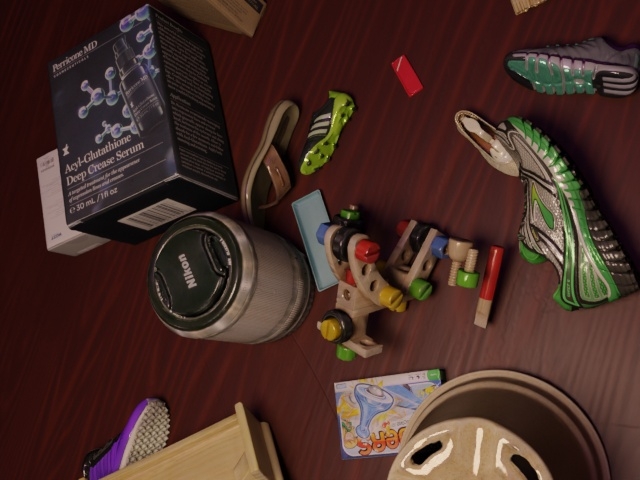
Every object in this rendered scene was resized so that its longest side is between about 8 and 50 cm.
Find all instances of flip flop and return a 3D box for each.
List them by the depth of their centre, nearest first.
[{"bbox_3d":[-0.086,-0.142,1.497,0.080,0.112,0.277,18,83,15],"label":"flip flop"}]

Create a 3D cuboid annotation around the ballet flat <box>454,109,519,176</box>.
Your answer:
[{"bbox_3d":[0.295,-0.169,1.317,0.168,0.052,0.057,43,99,28],"label":"ballet flat"}]

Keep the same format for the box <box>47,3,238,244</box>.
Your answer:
[{"bbox_3d":[-0.377,-0.233,1.601,0.293,0.212,0.395,-22,69,24],"label":"box"}]

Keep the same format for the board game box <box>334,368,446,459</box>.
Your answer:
[{"bbox_3d":[0.126,0.304,1.320,0.201,0.035,0.136,-14,74,25],"label":"board game box"}]

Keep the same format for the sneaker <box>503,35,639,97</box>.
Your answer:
[{"bbox_3d":[0.427,-0.301,1.275,0.224,0.083,0.098,17,65,28],"label":"sneaker"}]

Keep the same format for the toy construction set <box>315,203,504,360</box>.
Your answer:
[{"bbox_3d":[0.132,0.094,1.283,0.309,0.257,0.237,13,103,19],"label":"toy construction set"}]

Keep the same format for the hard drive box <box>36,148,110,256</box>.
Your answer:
[{"bbox_3d":[-0.543,-0.105,1.733,0.181,0.089,0.232,-21,70,24],"label":"hard drive box"}]

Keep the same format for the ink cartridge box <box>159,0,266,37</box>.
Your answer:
[{"bbox_3d":[-0.262,-0.535,1.611,0.235,0.193,0.088,23,89,29],"label":"ink cartridge box"}]

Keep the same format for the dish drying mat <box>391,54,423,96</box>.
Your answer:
[{"bbox_3d":[0.165,-0.314,1.443,0.032,0.008,0.083,-32,66,18],"label":"dish drying mat"}]

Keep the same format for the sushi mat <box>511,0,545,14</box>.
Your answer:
[{"bbox_3d":[0.380,-0.572,1.374,0.151,0.019,0.316,-20,71,22],"label":"sushi mat"}]

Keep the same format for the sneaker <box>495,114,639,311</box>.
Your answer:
[{"bbox_3d":[0.361,-0.048,1.207,0.146,0.134,0.343,-30,70,22],"label":"sneaker"}]

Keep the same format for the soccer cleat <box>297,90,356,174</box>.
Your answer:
[{"bbox_3d":[0.002,-0.211,1.486,0.072,0.060,0.179,30,88,39],"label":"soccer cleat"}]

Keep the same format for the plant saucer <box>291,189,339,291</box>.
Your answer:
[{"bbox_3d":[0.000,0.000,1.461,0.067,0.018,0.192,-26,69,21],"label":"plant saucer"}]

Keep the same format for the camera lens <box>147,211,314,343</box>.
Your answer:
[{"bbox_3d":[-0.160,0.076,1.383,0.219,0.274,0.219,-6,77,27],"label":"camera lens"}]

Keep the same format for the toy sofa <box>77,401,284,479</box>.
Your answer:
[{"bbox_3d":[-0.247,0.464,1.392,0.362,0.177,0.150,-27,45,4],"label":"toy sofa"}]

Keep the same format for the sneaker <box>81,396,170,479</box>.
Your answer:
[{"bbox_3d":[-0.417,0.445,1.544,0.146,0.102,0.293,19,89,31],"label":"sneaker"}]

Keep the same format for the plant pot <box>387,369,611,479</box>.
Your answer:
[{"bbox_3d":[0.234,0.355,1.072,0.334,0.305,0.334,-3,82,20],"label":"plant pot"}]
